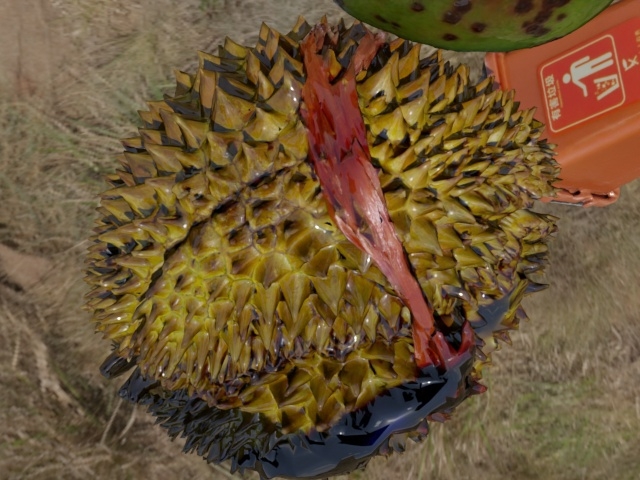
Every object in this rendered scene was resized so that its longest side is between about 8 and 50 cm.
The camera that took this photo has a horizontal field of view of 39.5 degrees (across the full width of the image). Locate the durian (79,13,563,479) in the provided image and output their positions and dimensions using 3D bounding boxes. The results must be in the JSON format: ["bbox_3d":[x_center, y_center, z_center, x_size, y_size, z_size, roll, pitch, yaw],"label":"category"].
[{"bbox_3d":[0.002,0.004,0.689,0.384,0.347,0.348,-30,97,-9],"label":"durian"}]

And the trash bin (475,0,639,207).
[{"bbox_3d":[0.288,-0.134,0.823,0.238,0.184,0.161,-24,67,49],"label":"trash bin"}]

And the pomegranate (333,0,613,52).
[{"bbox_3d":[0.082,-0.199,0.500,0.202,0.248,0.202,-1,98,-8],"label":"pomegranate"}]
